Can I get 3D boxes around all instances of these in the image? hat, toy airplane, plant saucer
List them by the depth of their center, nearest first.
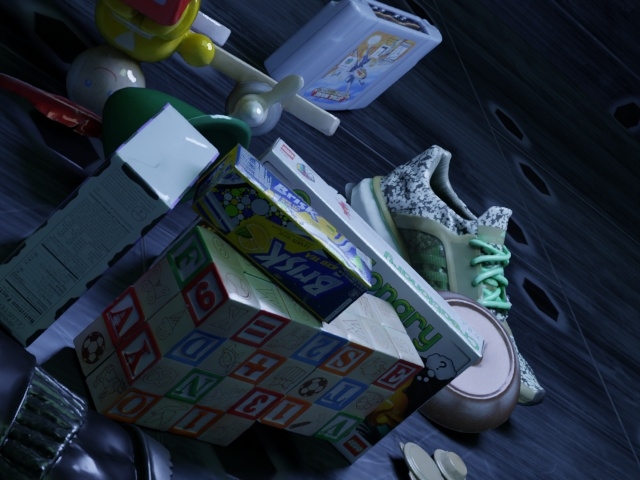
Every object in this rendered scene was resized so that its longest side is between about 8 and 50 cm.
[{"bbox_3d":[-0.200,-0.146,1.507,0.208,0.173,0.183,0,55,-54],"label":"hat"},{"bbox_3d":[-0.203,-0.249,1.606,0.386,0.272,0.384,17,-18,35],"label":"toy airplane"},{"bbox_3d":[0.177,0.143,1.791,0.199,0.036,0.198,15,55,-22],"label":"plant saucer"}]

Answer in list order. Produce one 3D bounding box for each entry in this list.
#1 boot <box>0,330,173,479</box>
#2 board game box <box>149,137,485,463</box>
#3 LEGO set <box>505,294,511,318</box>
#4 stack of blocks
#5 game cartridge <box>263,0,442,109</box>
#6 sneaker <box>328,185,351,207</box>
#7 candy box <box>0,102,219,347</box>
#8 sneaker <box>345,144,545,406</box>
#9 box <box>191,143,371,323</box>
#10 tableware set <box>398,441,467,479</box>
[{"bbox_3d":[-0.219,0.182,0.957,0.260,0.131,0.348,44,10,-28],"label":"boot"},{"bbox_3d":[-0.003,0.067,1.490,0.305,0.193,0.053,44,21,-7],"label":"board game box"},{"bbox_3d":[0.192,0.030,2.146,0.182,0.060,0.244,33,14,-32],"label":"LEGO set"},{"bbox_3d":[-0.060,0.108,1.340,0.297,0.171,0.087,23,32,-48],"label":"stack of blocks"},{"bbox_3d":[0.048,-0.279,2.179,0.062,0.198,0.297,55,23,19],"label":"game cartridge"},{"bbox_3d":[0.000,0.000,1.767,0.094,0.081,0.208,5,47,-57],"label":"sneaker"},{"bbox_3d":[-0.196,-0.016,1.264,0.070,0.196,0.165,45,22,-7],"label":"candy box"},{"bbox_3d":[0.197,0.036,1.933,0.410,0.182,0.158,56,23,20],"label":"sneaker"},{"bbox_3d":[-0.032,-0.005,1.267,0.169,0.059,0.054,41,22,-17],"label":"box"},{"bbox_3d":[0.153,0.293,1.627,0.169,0.020,0.141,16,39,-55],"label":"tableware set"}]
